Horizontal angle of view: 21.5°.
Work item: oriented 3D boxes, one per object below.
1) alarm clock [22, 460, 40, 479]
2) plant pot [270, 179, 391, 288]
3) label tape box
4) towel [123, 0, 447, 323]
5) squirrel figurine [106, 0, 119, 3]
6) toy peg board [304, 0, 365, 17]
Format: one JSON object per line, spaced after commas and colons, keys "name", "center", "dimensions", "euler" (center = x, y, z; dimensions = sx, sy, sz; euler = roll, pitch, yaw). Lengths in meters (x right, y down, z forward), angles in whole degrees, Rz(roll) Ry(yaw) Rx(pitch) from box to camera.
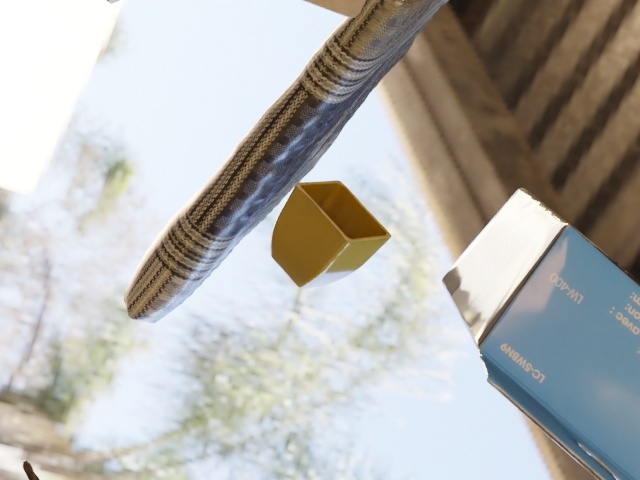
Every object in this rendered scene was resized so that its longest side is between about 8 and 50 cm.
{"name": "alarm clock", "center": [-0.131, 0.199, 1.017], "dimensions": [0.129, 0.192, 0.064], "euler": [4, -120, 37]}
{"name": "plant pot", "center": [0.000, 0.000, 1.615], "dimensions": [0.081, 0.081, 0.083], "euler": [48, -64, 21]}
{"name": "label tape box", "center": [0.213, 0.095, 1.131], "dimensions": [0.106, 0.240, 0.333], "euler": [-49, -174, 5]}
{"name": "towel", "center": [-0.001, -0.109, 1.231], "dimensions": [0.312, 0.056, 0.324], "euler": [-50, 179, 28]}
{"name": "squirrel figurine", "center": [-0.161, -0.255, 0.611], "dimensions": [0.281, 0.370, 0.397], "euler": [-103, -166, -64]}
{"name": "toy peg board", "center": [-0.023, -0.229, 0.950], "dimensions": [0.079, 0.161, 0.161], "euler": [33, -76, 40]}
